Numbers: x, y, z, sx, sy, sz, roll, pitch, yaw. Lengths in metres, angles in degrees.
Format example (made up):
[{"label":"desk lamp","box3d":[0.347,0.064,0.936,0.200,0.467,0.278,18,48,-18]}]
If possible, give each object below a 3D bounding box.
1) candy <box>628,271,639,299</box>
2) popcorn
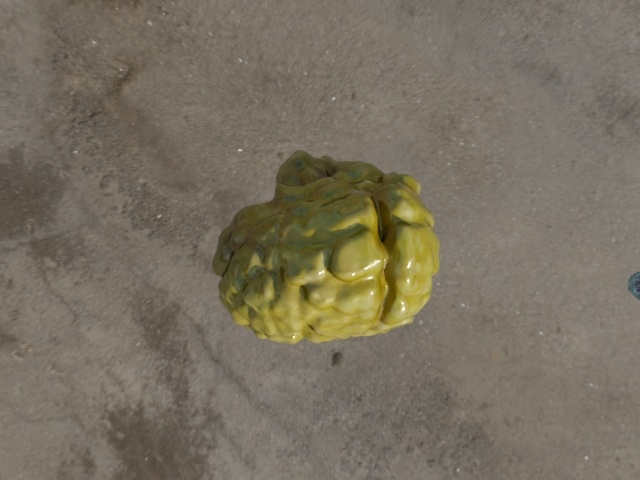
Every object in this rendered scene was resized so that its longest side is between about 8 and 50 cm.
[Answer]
[{"label":"candy","box3d":[0.365,0.038,0.469,0.043,0.175,0.045,1,86,-40]},{"label":"popcorn","box3d":[0.000,0.000,0.533,0.200,0.226,0.203,3,73,-24]}]
